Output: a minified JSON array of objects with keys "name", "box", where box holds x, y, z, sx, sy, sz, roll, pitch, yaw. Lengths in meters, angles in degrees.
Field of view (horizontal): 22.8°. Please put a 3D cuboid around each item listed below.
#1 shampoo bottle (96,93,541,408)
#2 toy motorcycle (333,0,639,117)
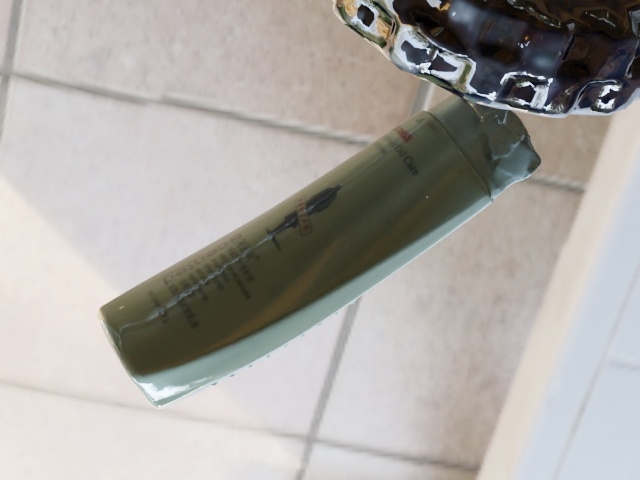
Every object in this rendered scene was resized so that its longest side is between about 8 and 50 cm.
[{"name":"shampoo bottle","box":[0.000,0.000,0.730,0.212,0.072,0.049,-34,129,-6]},{"name":"toy motorcycle","box":[0.048,-0.193,0.585,0.232,0.416,0.172,23,131,2]}]
